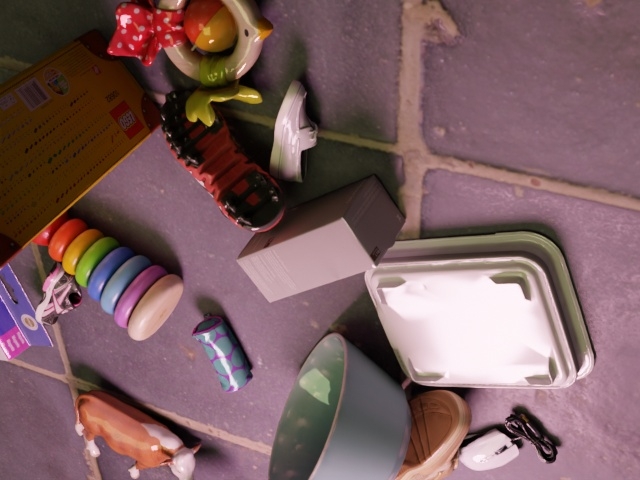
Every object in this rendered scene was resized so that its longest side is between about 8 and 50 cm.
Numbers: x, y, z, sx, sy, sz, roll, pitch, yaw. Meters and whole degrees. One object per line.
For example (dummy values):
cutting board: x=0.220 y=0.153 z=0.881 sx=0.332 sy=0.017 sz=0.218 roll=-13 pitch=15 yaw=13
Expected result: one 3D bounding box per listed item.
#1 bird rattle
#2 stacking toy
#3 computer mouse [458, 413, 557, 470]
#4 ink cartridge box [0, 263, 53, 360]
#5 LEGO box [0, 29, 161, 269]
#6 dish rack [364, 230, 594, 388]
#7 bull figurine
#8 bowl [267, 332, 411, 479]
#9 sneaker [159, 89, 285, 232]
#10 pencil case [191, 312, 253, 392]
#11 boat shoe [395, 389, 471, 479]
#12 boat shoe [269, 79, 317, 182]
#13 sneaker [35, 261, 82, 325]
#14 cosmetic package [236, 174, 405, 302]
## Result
bird rattle: x=-0.174 y=-0.300 z=1.396 sx=0.253 sy=0.143 sz=0.207 roll=49 pitch=123 yaw=6
stacking toy: x=-0.421 y=0.039 z=1.782 sx=0.330 sy=0.141 sz=0.141 roll=35 pitch=135 yaw=8
computer mouse: x=0.304 y=0.362 z=1.661 sx=0.106 sy=0.042 sz=0.193 roll=47 pitch=134 yaw=-11
ink cartridge box: x=-0.783 y=0.119 z=2.101 sx=0.330 sy=0.071 sz=0.324 roll=-1 pitch=124 yaw=33
LEGO box: x=-0.512 y=-0.075 z=1.437 sx=0.372 sy=0.500 sz=0.193 roll=-29 pitch=106 yaw=30
dish rack: x=0.233 y=0.128 z=1.499 sx=0.332 sy=0.072 sz=0.285 roll=-4 pitch=123 yaw=34
bull figurine: x=-0.403 y=0.438 z=2.103 sx=0.310 sy=0.101 sz=0.188 roll=35 pitch=137 yaw=1
bowl: x=0.045 y=0.328 z=1.645 sx=0.163 sy=0.311 sz=0.311 roll=21 pitch=137 yaw=-14
sneaker: x=-0.153 y=-0.114 z=1.505 sx=0.276 sy=0.097 sz=0.135 roll=50 pitch=175 yaw=14
pencil case: x=-0.186 y=0.215 z=1.821 sx=0.070 sy=0.064 sz=0.152 roll=-15 pitch=117 yaw=20
boat shoe: x=0.186 y=0.365 z=1.700 sx=0.110 sy=0.122 sz=0.341 roll=6 pitch=143 yaw=-23
boat shoe: x=-0.034 y=-0.157 z=1.436 sx=0.063 sy=0.066 sz=0.184 roll=17 pitch=132 yaw=4
sneaker: x=-0.524 y=0.123 z=1.950 sx=0.077 sy=0.072 sz=0.178 roll=26 pitch=141 yaw=-4
cosmetic package: x=0.000 y=0.000 z=1.495 sx=0.238 sy=0.127 sz=0.107 roll=-24 pitch=111 yaw=39
